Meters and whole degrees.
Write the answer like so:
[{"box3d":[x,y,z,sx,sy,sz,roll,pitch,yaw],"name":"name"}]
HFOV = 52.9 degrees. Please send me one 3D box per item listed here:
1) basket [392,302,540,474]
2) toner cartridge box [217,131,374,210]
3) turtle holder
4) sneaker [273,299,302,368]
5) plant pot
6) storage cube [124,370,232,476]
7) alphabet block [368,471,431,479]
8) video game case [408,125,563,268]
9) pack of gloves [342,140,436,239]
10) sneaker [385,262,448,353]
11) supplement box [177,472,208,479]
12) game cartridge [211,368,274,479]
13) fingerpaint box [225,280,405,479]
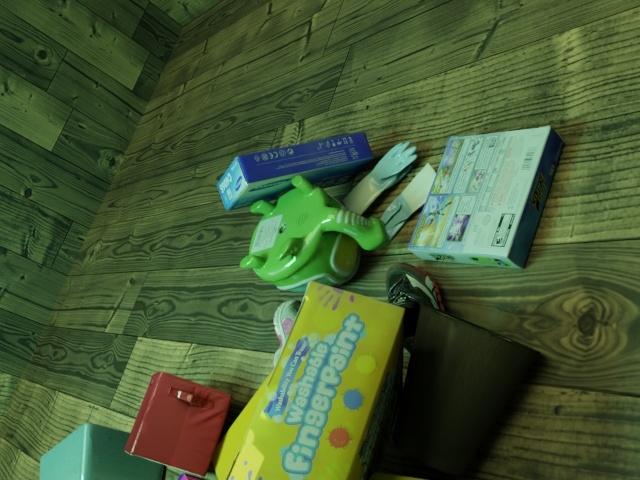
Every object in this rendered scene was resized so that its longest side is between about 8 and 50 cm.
[{"box3d":[0.218,0.245,1.043,0.154,0.204,0.227,23,-92,-86],"name":"basket"},{"box3d":[-0.058,-0.166,1.541,0.165,0.347,0.075,-40,69,59],"name":"toner cartridge box"},{"box3d":[-0.007,-0.009,1.466,0.320,0.227,0.243,-40,37,24],"name":"turtle holder"},{"box3d":[-0.037,0.223,1.447,0.111,0.103,0.252,-21,35,11],"name":"sneaker"},{"box3d":[-0.566,0.658,1.647,0.247,0.247,0.252,-37,42,28],"name":"plant pot"},{"box3d":[-0.344,0.438,1.539,0.215,0.183,0.193,-34,36,65],"name":"storage cube"},{"box3d":[0.179,0.451,0.894,0.192,0.197,0.194,-14,53,46],"name":"alphabet block"},{"box3d":[0.319,-0.084,1.257,0.244,0.061,0.270,5,68,52],"name":"video game case"},{"box3d":[0.173,-0.104,1.494,0.232,0.046,0.195,-46,47,23],"name":"pack of gloves"},{"box3d":[0.172,0.123,1.218,0.098,0.135,0.276,-47,34,19],"name":"sneaker"},{"box3d":[-0.250,0.621,1.384,0.111,0.114,0.220,-58,33,0],"name":"supplement box"},{"box3d":[-0.100,0.469,1.375,0.285,0.052,0.324,-54,36,7],"name":"game cartridge"},{"box3d":[-0.003,0.350,0.994,0.163,0.371,0.445,15,61,16],"name":"fingerpaint box"}]
